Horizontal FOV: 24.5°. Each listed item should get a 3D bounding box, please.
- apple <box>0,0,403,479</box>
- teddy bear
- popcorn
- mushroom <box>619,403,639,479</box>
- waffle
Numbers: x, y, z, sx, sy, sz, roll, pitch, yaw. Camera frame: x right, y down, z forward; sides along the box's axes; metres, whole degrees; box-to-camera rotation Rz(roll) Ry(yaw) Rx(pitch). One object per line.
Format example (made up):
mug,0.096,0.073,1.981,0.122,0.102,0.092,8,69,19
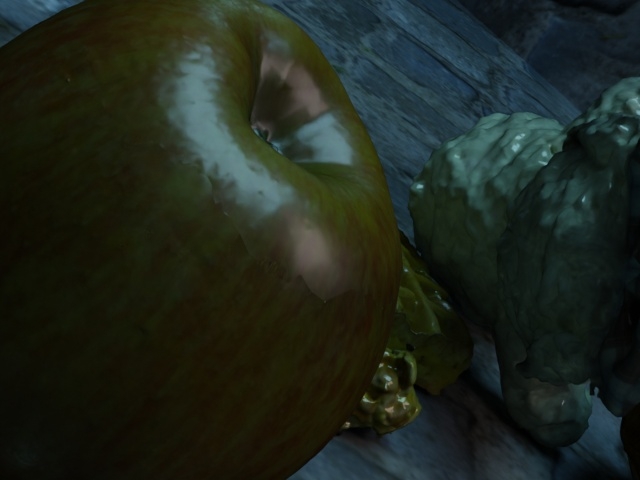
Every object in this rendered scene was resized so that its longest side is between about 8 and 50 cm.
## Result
apple,-0.081,0.000,0.734,0.264,0.264,0.264,36,20,-15
teddy bear,0.256,0.023,1.183,0.375,0.327,0.362,19,2,-39
popcorn,0.027,0.105,1.002,0.084,0.084,0.084,36,20,-15
mushroom,0.333,0.206,1.183,0.253,0.153,0.253,52,18,-24
waffle,0.000,0.000,1.166,0.229,0.057,0.219,28,23,-31
